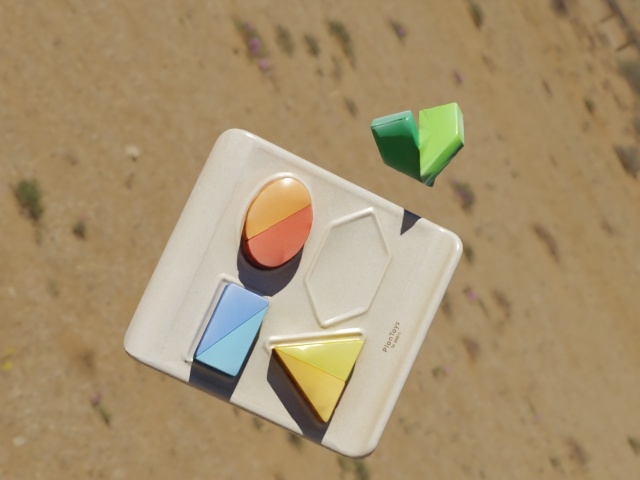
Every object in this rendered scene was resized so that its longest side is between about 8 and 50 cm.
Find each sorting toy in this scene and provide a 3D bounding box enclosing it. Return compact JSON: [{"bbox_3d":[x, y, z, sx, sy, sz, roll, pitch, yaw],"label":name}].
[{"bbox_3d":[0.000,0.000,0.330,0.062,0.083,0.012,25,-7,-5],"label":"sorting toy"}]
